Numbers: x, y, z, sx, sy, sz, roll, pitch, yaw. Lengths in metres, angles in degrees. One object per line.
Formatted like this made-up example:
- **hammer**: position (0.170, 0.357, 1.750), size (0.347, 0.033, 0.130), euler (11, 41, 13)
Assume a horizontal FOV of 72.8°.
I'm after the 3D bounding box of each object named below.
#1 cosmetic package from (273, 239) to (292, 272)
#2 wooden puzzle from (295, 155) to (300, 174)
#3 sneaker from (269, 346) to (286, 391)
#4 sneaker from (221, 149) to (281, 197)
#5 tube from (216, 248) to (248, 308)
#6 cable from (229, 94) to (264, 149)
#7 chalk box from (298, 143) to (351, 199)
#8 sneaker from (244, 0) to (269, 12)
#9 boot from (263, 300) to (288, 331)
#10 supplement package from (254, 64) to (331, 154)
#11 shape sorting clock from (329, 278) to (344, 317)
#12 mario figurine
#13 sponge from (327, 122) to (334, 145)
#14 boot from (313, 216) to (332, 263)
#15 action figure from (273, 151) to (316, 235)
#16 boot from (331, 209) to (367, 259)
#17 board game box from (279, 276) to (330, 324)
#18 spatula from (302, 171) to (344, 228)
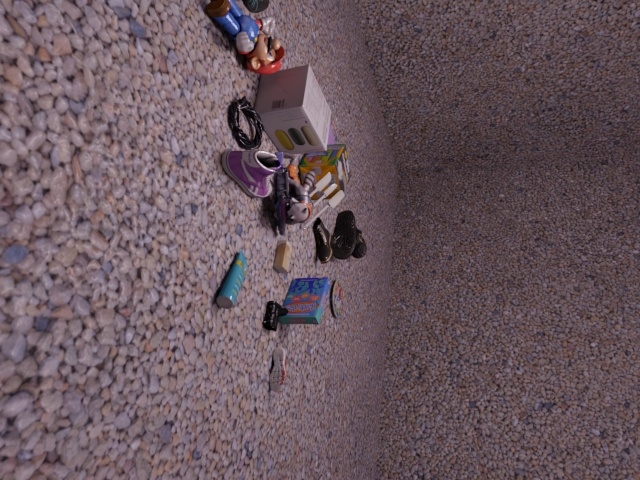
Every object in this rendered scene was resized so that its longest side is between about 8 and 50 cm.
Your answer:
- **cosmetic package**: position (-0.145, 0.063, 1.686), size (0.060, 0.041, 0.115), euler (54, 38, -57)
- **wooden puzzle**: position (-0.110, -0.323, 1.887), size (0.116, 0.014, 0.079), euler (-52, 139, -61)
- **sneaker**: position (-0.146, 0.477, 1.599), size (0.065, 0.061, 0.158), euler (61, 32, -62)
- **sneaker**: position (-0.188, -0.216, 1.444), size (0.282, 0.160, 0.102), euler (32, 56, -67)
- **tube**: position (-0.265, 0.122, 1.350), size (0.207, 0.052, 0.080), euler (-77, 165, -52)
- **cable**: position (-0.245, -0.386, 1.474), size (0.151, 0.047, 0.185), euler (-73, 153, -43)
- **chalk box**: position (0.033, -0.336, 2.029), size (0.289, 0.178, 0.181), euler (-67, 151, -53)
- **sneaker**: position (-0.229, -0.875, 1.513), size (0.267, 0.106, 0.101), euler (-26, 110, -70)
- **boot**: position (-0.164, 0.285, 1.596), size (0.121, 0.045, 0.099), euler (46, 42, -51)
- **supplement package**: position (-0.098, -0.490, 1.670), size (0.263, 0.199, 0.198), euler (51, 41, -58)
- **shape sorting clock**: position (0.097, 0.306, 2.314), size (0.206, 0.040, 0.207), euler (-3, 90, -70)
- **mario figurine**: position (-0.212, -0.685, 1.423), size (0.198, 0.170, 0.320), euler (-55, 145, -2)
- **sponge**: position (0.045, -0.520, 2.313), size (0.117, 0.031, 0.210), euler (-61, 142, -56)
- **boot**: position (0.000, 0.000, 2.069), size (0.198, 0.076, 0.137), euler (-92, 160, -45)
- **action figure**: position (-0.090, -0.205, 1.636), size (0.330, 0.178, 0.342), euler (-97, -173, -48)
- **boot**: position (0.167, 0.030, 2.418), size (0.260, 0.130, 0.348), euler (67, 27, -42)
- **board game box**: position (-0.060, 0.237, 1.720), size (0.210, 0.159, 0.047), euler (-72, 151, -46)
- **spatula**: position (-0.012, -0.159, 1.867), size (0.242, 0.019, 0.168), euler (-44, 140, -3)
